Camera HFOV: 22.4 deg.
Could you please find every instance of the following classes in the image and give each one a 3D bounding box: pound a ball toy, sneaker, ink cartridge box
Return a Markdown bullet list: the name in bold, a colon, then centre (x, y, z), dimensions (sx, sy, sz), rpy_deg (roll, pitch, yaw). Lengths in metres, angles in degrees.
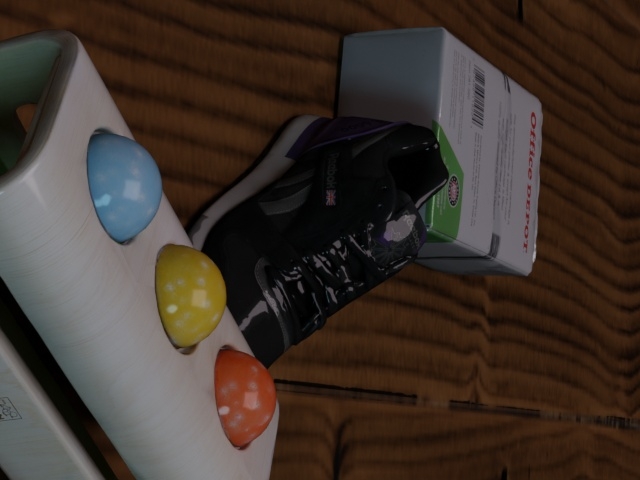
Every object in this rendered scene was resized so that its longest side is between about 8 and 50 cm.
- **pound a ball toy**: centre (-0.109, 0.080, 0.825), dimensions (0.208, 0.135, 0.319), rpy_deg (-81, 154, -46)
- **sneaker**: centre (0.000, 0.000, 1.092), dimensions (0.283, 0.124, 0.107), rpy_deg (-60, 139, -44)
- **ink cartridge box**: centre (0.100, -0.065, 1.318), dimensions (0.219, 0.092, 0.160), rpy_deg (23, 70, -61)
